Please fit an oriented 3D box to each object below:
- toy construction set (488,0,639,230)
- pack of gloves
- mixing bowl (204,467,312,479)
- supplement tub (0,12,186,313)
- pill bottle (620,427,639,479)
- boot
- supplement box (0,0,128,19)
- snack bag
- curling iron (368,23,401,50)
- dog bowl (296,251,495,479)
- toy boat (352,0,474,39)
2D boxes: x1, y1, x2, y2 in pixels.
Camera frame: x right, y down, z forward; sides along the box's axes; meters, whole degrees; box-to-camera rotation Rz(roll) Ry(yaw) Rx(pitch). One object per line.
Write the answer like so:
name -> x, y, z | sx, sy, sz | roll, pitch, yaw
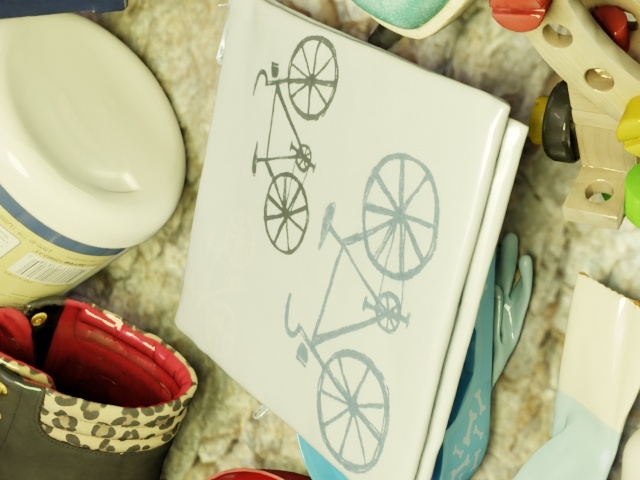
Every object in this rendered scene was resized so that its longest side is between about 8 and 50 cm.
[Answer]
toy construction set -> 0.239, -0.067, 0.846 | 0.257, 0.309, 0.237 | -4, 138, 6
pack of gloves -> 0.162, 0.118, 1.055 | 0.195, 0.046, 0.232 | 34, 117, 41
mixing bowl -> -0.026, 0.268, 1.158 | 0.181, 0.098, 0.181 | 6, 102, 32
supplement tub -> -0.299, -0.038, 1.210 | 0.316, 0.228, 0.228 | -32, 80, 32
pill bottle -> 0.278, 0.205, 0.918 | 0.152, 0.152, 0.272 | 7, 101, 32
boot -> -0.300, 0.169, 1.191 | 0.377, 0.138, 0.284 | 20, 128, -4
supplement box -> -0.266, -0.370, 1.059 | 0.194, 0.195, 0.356 | -6, 71, -7
snack bag -> 0.000, 0.000, 1.039 | 0.342, 0.037, 0.323 | 33, 118, 47
curling iron -> 0.118, -0.247, 1.025 | 0.274, 0.035, 0.068 | -55, 47, 32
dog bowl -> 0.061, 0.074, 1.067 | 0.166, 0.074, 0.297 | 10, 103, 47
toy boat -> -0.004, -0.268, 0.994 | 0.318, 0.148, 0.267 | -4, 103, 46
